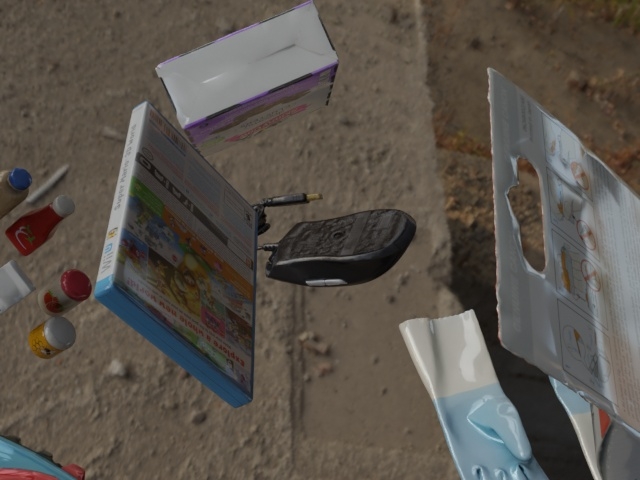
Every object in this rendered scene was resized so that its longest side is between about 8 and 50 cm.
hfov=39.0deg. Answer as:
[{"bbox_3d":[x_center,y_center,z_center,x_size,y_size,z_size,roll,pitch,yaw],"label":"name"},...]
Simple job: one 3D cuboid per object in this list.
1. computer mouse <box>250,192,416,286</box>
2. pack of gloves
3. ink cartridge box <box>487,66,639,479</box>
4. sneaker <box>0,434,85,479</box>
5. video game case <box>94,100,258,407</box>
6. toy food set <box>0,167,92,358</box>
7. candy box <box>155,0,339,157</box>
[{"bbox_3d":[0.000,0.000,1.083,0.262,0.060,0.184,-10,31,21],"label":"computer mouse"},{"bbox_3d":[0.202,0.140,0.835,0.195,0.046,0.232,-11,50,-11],"label":"pack of gloves"},{"bbox_3d":[0.117,0.031,0.386,0.179,0.045,0.145,32,45,-27],"label":"ink cartridge box"},{"bbox_3d":[-0.070,0.139,0.255,0.262,0.104,0.125,9,17,21],"label":"sneaker"},{"bbox_3d":[-0.079,0.004,0.546,0.119,0.015,0.166,47,26,-35],"label":"video game case"},{"bbox_3d":[-0.319,0.007,0.979,0.232,0.104,0.111,55,33,-6],"label":"toy food set"},{"bbox_3d":[-0.072,-0.160,0.945,0.165,0.196,0.070,-24,88,-4],"label":"candy box"}]
